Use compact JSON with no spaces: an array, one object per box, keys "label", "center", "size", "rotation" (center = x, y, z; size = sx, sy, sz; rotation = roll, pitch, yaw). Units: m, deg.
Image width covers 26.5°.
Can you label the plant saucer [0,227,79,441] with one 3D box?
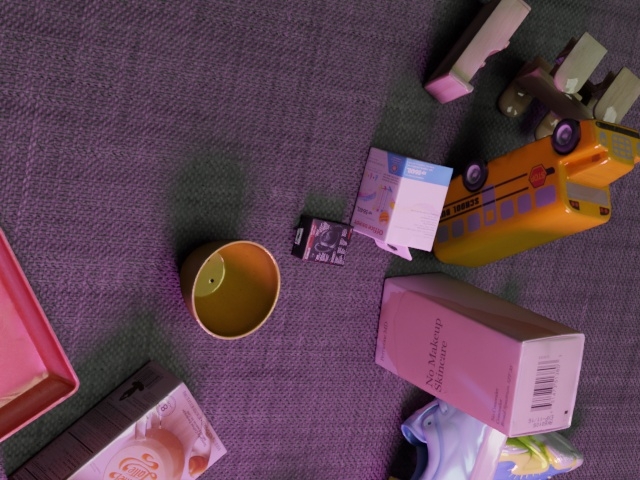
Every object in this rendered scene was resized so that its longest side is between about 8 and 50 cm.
[{"label":"plant saucer","center":[-0.455,0.143,1.645],"size":[0.258,0.047,0.259],"rotation":[-34,120,-23]}]

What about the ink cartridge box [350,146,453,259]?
[{"label":"ink cartridge box","center":[0.113,-0.051,1.957],"size":[0.089,0.092,0.143],"rotation":[11,97,-36]}]

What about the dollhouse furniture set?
[{"label":"dollhouse furniture set","center":[0.301,-0.216,1.974],"size":[0.242,0.212,0.161],"rotation":[39,78,-10]}]

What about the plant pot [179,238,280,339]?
[{"label":"plant pot","center":[-0.135,0.054,1.812],"size":[0.134,0.095,0.134],"rotation":[-10,109,-32]}]

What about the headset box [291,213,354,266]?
[{"label":"headset box","center":[0.000,0.000,1.931],"size":[0.083,0.032,0.062],"rotation":[10,97,-36]}]

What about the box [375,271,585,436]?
[{"label":"box","center":[0.222,0.157,1.959],"size":[0.121,0.311,0.148],"rotation":[-3,105,-35]}]

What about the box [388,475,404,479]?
[{"label":"box","center":[0.149,0.444,2.163],"size":[0.178,0.042,0.109],"rotation":[23,89,-36]}]

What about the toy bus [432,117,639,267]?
[{"label":"toy bus","center":[0.304,-0.066,1.945],"size":[0.108,0.332,0.130],"rotation":[11,68,-37]}]

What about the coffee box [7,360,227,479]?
[{"label":"coffee box","center":[-0.265,0.297,1.792],"size":[0.246,0.098,0.141],"rotation":[-40,123,-19]}]

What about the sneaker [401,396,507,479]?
[{"label":"sneaker","center":[0.210,0.274,2.099],"size":[0.150,0.135,0.366],"rotation":[22,69,-5]}]

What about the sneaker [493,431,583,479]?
[{"label":"sneaker","center":[0.328,0.375,2.258],"size":[0.240,0.091,0.126],"rotation":[15,113,-38]}]
